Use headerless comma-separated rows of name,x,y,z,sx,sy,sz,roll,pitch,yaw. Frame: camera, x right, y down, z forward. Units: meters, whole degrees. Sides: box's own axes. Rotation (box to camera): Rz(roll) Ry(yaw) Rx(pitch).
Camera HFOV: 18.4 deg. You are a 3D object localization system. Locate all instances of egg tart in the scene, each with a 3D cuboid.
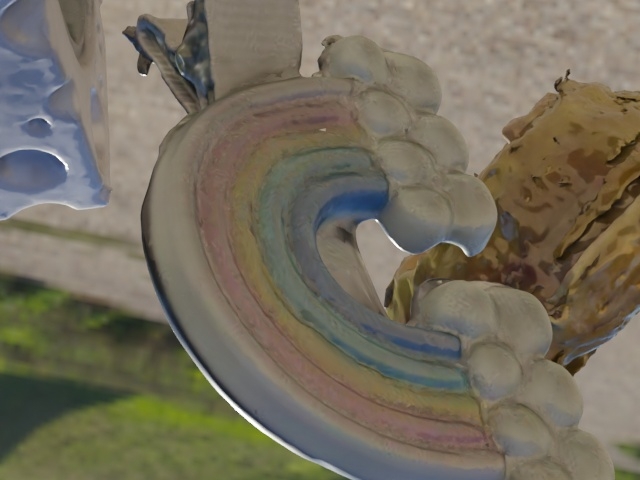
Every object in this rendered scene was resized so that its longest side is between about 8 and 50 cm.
egg tart,0.150,0.005,1.299,0.150,0.352,0.352,41,175,6

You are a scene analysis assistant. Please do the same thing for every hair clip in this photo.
hair clip,0.000,0.000,0.642,0.140,0.220,0.054,0,146,-37

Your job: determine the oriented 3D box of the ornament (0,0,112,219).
ornament,-0.253,-0.162,1.081,0.239,0.239,0.240,-8,148,2
